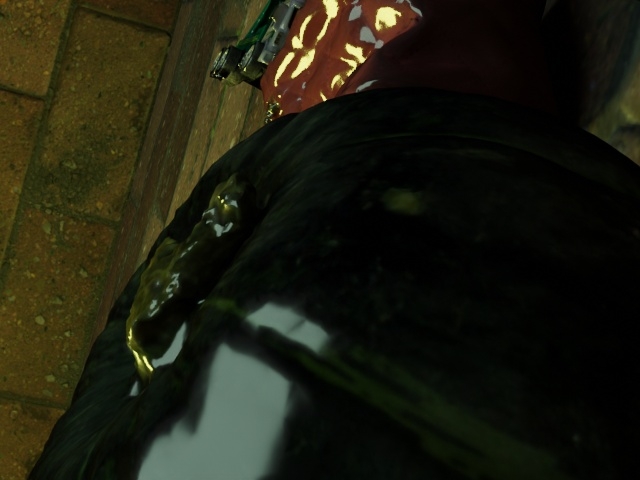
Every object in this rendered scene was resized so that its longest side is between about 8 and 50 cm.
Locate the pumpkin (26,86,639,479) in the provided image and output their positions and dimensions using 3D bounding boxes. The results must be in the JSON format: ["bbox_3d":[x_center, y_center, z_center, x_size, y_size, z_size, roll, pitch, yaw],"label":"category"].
[{"bbox_3d":[0.023,0.088,0.455,0.323,0.241,0.323,-53,15,22],"label":"pumpkin"}]

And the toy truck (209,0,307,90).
[{"bbox_3d":[-0.033,-0.201,1.149,0.116,0.110,0.216,-64,16,-2],"label":"toy truck"}]

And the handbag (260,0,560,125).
[{"bbox_3d":[0.049,-0.085,0.694,0.225,0.146,0.135,132,143,-57],"label":"handbag"}]
